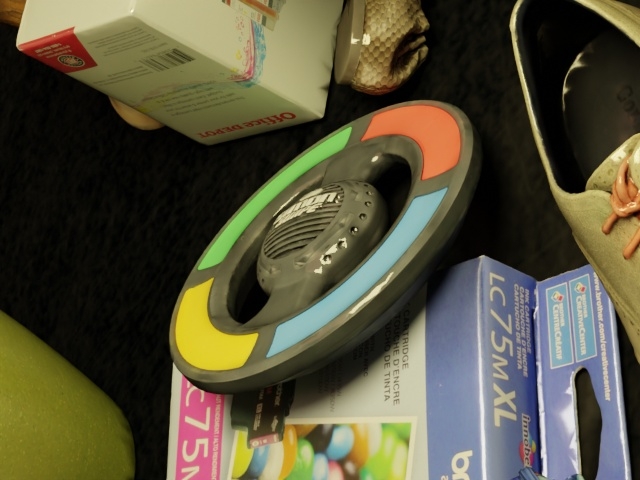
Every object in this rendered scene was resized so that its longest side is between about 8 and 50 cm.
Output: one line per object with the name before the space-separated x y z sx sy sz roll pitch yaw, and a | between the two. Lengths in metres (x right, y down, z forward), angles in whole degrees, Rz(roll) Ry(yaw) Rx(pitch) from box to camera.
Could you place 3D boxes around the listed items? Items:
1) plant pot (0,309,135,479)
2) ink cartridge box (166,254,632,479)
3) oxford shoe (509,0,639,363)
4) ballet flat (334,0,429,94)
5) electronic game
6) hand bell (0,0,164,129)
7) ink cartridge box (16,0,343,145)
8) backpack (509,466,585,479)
plant pot | -0.277 0.134 0.974 0.275 0.293 0.275 -21 59 39
ink cartridge box | 0.030 0.125 0.839 0.311 0.065 0.186 -19 60 38
oxford shoe | 0.173 0.016 0.683 0.123 0.130 0.348 -44 46 23
ballet flat | 0.050 -0.207 0.975 0.084 0.058 0.250 115 163 -62
electronic game | 0.000 0.000 0.875 0.229 0.048 0.229 -34 25 18
hand bell | -0.209 -0.162 1.063 0.126 0.242 0.126 -9 77 43
ink cartridge box | -0.089 -0.160 1.002 0.128 0.176 0.127 -8 65 43
backpack | 0.119 0.163 0.638 0.173 0.158 0.117 -24 97 6
